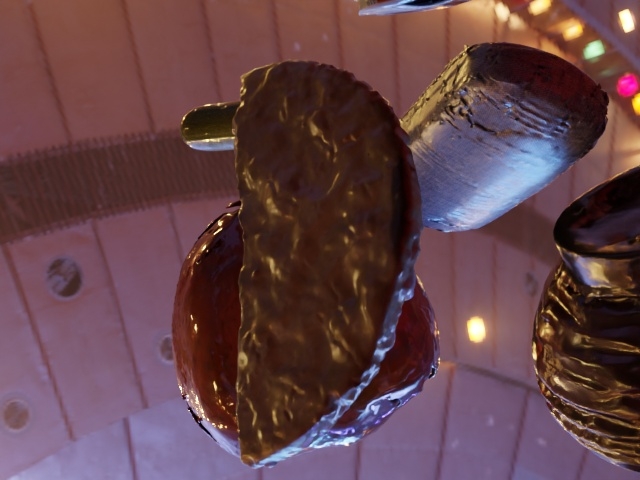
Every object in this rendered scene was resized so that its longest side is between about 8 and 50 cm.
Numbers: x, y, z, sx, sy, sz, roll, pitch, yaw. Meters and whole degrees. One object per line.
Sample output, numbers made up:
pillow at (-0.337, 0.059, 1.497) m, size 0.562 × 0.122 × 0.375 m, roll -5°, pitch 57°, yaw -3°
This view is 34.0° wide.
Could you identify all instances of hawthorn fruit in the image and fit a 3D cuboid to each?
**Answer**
hawthorn fruit at (-0.029, 0.056, 1.062) m, size 0.276 × 0.276 × 0.307 m, roll -19°, pitch -86°, yaw -46°

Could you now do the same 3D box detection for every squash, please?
squash at (-0.102, -0.156, 1.408) m, size 0.069 × 0.239 × 0.069 m, roll -2°, pitch -88°, yaw -50°

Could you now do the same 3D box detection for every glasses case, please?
glasses case at (0.113, -0.067, 0.785) m, size 0.109 × 0.282 × 0.067 m, roll 24°, pitch -108°, yaw -7°

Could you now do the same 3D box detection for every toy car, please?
toy car at (0.129, -0.265, 1.049) m, size 0.095 × 0.205 × 0.056 m, roll -21°, pitch -80°, yaw -59°

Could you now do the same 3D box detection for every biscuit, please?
biscuit at (0.002, -0.004, 0.592) m, size 0.032 × 0.133 × 0.250 m, roll 23°, pitch -123°, yaw -45°

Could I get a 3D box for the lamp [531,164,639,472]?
lamp at (0.260, 0.065, 0.707) m, size 0.247 × 0.247 × 0.247 m, roll 14°, pitch -111°, yaw -42°
